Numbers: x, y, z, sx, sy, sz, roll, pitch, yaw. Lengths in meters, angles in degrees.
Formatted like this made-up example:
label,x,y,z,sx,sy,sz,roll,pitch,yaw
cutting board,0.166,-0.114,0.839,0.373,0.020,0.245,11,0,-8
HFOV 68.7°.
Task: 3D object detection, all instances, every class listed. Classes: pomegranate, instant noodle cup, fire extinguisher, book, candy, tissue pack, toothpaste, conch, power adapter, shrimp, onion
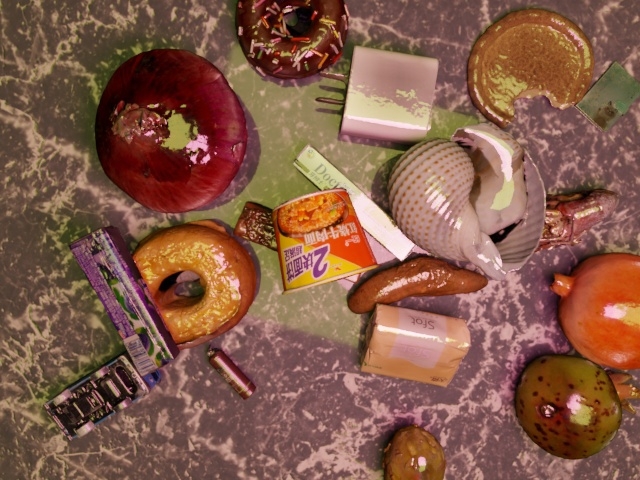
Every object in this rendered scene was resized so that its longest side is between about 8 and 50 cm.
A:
label,x,y,z,sx,sy,sz,roll,pitch,yaw
pomegranate,0.592,0.387,1.071,0.285,0.231,0.231,20,94,-17
instant noodle cup,0.000,0.000,0.947,0.213,0.213,0.174,-16,85,1
fire extinguisher,-0.224,0.315,1.136,0.158,0.043,0.064,48,135,-3
book,0.682,-0.334,1.100,0.103,0.017,0.135,41,93,-3
candy,-0.396,0.123,0.960,0.088,0.061,0.312,-24,97,7
pomegranate,0.643,0.146,1.040,0.270,0.229,0.252,19,102,7
tissue pack,0.214,0.245,1.080,0.222,0.090,0.186,13,129,0
toothpaste,0.081,-0.089,1.085,0.336,0.081,0.067,41,96,-3
conch,0.302,-0.077,0.999,0.302,0.215,0.319,-25,91,-12
power adapter,0.118,-0.324,1.046,0.255,0.124,0.187,8,93,0
shrimp,0.503,-0.028,1.066,0.343,0.145,0.116,-25,109,11
onion,-0.332,-0.229,0.973,0.347,0.285,0.348,1,95,11

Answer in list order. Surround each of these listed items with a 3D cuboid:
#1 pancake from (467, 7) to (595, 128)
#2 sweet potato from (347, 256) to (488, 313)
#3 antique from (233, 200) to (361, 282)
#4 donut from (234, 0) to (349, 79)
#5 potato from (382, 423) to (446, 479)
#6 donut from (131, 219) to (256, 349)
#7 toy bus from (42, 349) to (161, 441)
label,x,y,z,sx,sy,sz,roll,pitch,yaw
pancake,0.486,-0.394,1.087,0.288,0.033,0.286,24,93,-3
sweet potato,0.226,0.094,1.099,0.341,0.092,0.114,-11,118,1
antique,-0.046,0.002,1.085,0.309,0.093,0.087,22,94,-2
donut,-0.065,-0.493,1.041,0.269,0.103,0.270,0,95,1
potato,0.213,0.564,1.106,0.141,0.176,0.298,5,118,5
donut,-0.307,0.106,1.066,0.299,0.150,0.317,33,94,-5
toy bus,-0.496,0.344,1.090,0.234,0.133,0.116,-32,94,7
